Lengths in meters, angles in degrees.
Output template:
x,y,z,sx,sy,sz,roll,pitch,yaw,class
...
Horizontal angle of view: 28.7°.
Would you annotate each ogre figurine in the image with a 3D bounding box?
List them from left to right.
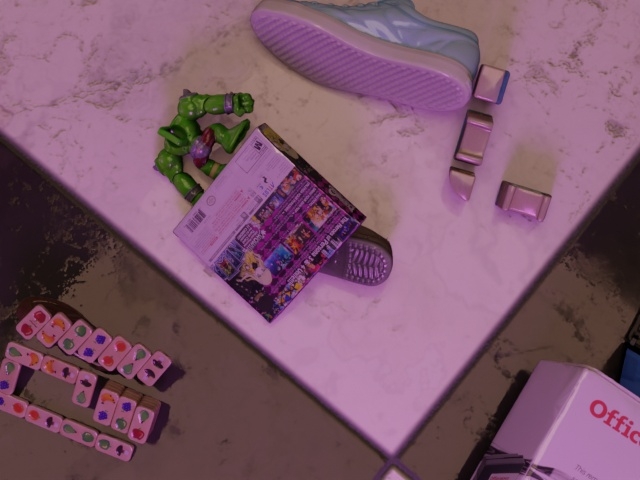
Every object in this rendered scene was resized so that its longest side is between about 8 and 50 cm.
x,y,z,sx,sy,sz,roll,pitch,yaw,class
-0.185,-0.151,1.931,0.118,0.097,0.197,27,125,10,ogre figurine

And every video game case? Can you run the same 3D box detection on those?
x,y,z,sx,sy,sz,roll,pitch,yaw,class
-0.079,-0.024,1.872,0.210,0.042,0.232,43,117,3,video game case

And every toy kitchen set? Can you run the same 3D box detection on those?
x,y,z,sx,sy,sz,roll,pitch,yaw,class
0.300,-0.153,1.946,0.166,0.122,0.207,17,100,3,toy kitchen set

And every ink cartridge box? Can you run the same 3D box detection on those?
x,y,z,sx,sy,sz,roll,pitch,yaw,class
0.355,0.407,1.763,0.285,0.166,0.395,34,81,-13,ink cartridge box

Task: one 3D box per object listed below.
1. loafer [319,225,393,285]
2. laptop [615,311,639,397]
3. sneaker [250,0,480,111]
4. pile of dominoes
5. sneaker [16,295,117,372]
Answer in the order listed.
x,y,z,sx,sy,sz,roll,pitch,yaw,class
0.000,0.000,1.923,0.251,0.087,0.094,22,114,14,loafer
0.585,0.170,1.857,0.234,0.136,0.264,30,84,5,laptop
0.077,-0.320,1.968,0.366,0.135,0.150,21,58,4,sneaker
-0.360,0.215,1.849,0.251,0.040,0.196,21,111,3,pile of dominoes
-0.379,0.136,1.894,0.188,0.071,0.066,28,81,4,sneaker
